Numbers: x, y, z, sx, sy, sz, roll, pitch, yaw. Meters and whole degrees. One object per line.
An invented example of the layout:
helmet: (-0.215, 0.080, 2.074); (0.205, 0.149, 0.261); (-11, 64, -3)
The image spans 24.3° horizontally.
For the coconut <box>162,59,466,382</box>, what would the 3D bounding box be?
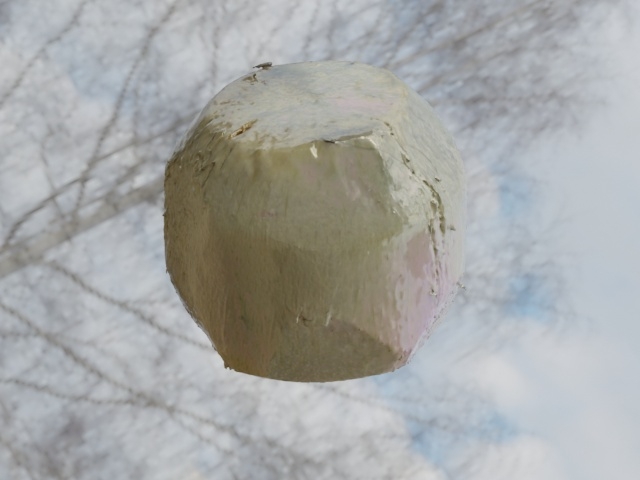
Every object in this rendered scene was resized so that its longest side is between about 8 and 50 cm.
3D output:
coconut: (-0.002, 0.001, 1.077); (0.227, 0.227, 0.230); (31, -45, 45)
